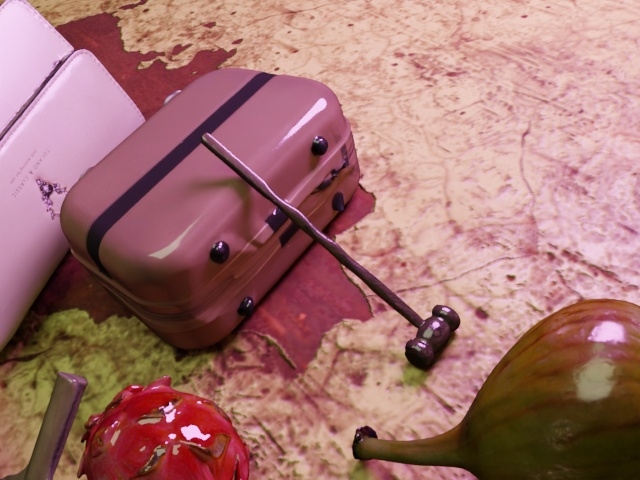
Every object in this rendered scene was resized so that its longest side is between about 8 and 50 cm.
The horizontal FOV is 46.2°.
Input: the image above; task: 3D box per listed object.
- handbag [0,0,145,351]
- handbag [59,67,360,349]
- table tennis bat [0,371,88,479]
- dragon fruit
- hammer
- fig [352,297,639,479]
[{"bbox_3d":[-0.370,-0.069,0.845,0.160,0.237,0.358,-15,40,42],"label":"handbag"},{"bbox_3d":[-0.136,-0.057,0.813,0.283,0.149,0.302,22,61,37],"label":"handbag"},{"bbox_3d":[-0.236,0.224,0.587,0.138,0.022,0.246,12,82,43],"label":"table tennis bat"},{"bbox_3d":[-0.115,0.183,0.594,0.166,0.133,0.136,19,97,41],"label":"dragon fruit"},{"bbox_3d":[0.000,0.000,0.680,0.292,0.029,0.058,40,63,4],"label":"hammer"},{"bbox_3d":[0.133,0.127,0.542,0.259,0.151,0.151,-12,45,15],"label":"fig"}]
